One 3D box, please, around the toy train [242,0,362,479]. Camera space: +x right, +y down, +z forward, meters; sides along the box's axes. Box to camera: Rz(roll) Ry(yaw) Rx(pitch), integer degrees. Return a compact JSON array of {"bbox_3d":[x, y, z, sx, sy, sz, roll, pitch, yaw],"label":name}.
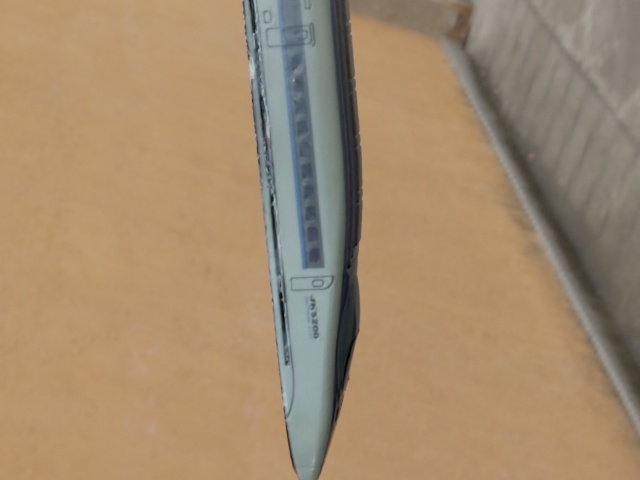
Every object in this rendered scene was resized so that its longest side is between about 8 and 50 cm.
[{"bbox_3d":[-0.001,0.000,0.691,0.055,0.048,0.251,-65,-30,-75],"label":"toy train"}]
